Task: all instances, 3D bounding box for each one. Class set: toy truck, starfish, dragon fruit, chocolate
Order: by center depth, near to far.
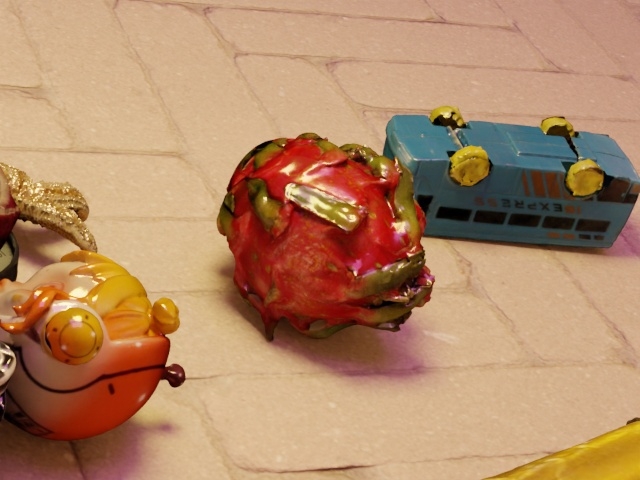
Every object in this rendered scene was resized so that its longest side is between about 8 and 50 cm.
[{"bbox_3d":[0.234,0.305,1.747,0.445,0.162,0.162,-10,41,-36],"label":"chocolate"},{"bbox_3d":[-0.376,-0.053,2.036,0.238,0.071,0.216,37,24,15],"label":"starfish"},{"bbox_3d":[0.008,-0.006,2.047,0.303,0.231,0.237,28,40,28],"label":"dragon fruit"},{"bbox_3d":[0.276,-0.090,2.390,0.385,0.162,0.161,4,34,-19],"label":"toy truck"}]

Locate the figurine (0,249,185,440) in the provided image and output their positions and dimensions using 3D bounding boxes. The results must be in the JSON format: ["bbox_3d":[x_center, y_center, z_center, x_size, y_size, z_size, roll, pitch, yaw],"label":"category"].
[{"bbox_3d":[-0.298,0.130,1.716,0.323,0.196,0.320,-24,10,-35],"label":"figurine"}]

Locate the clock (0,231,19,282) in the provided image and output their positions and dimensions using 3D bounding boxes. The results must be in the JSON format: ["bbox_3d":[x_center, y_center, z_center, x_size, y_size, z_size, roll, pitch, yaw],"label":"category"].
[{"bbox_3d":[-0.458,0.012,1.966,0.185,0.040,0.184,13,31,-8],"label":"clock"}]

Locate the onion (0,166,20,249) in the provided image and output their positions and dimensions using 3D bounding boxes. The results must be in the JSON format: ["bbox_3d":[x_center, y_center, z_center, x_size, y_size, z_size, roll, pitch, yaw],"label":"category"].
[{"bbox_3d":[-0.449,0.009,1.800,0.146,0.280,0.314,28,17,-29],"label":"onion"}]
